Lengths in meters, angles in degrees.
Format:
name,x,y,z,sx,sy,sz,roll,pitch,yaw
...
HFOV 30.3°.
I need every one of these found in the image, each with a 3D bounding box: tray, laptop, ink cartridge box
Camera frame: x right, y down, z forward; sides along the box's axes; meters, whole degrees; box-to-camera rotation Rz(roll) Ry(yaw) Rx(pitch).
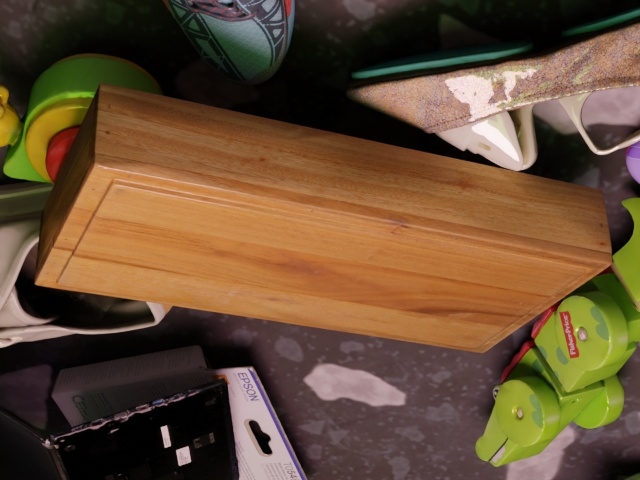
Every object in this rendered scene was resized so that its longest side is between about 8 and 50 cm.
name,x,y,z,sx,sy,sz,roll,pitch,yaw
tray,0.000,0.000,0.940,0.410,0.076,0.203,9,151,-21
laptop,-0.230,0.186,1.179,0.264,0.137,0.234,-17,147,-12
ink cartridge box,-0.139,0.206,1.261,0.223,0.045,0.223,-9,130,14

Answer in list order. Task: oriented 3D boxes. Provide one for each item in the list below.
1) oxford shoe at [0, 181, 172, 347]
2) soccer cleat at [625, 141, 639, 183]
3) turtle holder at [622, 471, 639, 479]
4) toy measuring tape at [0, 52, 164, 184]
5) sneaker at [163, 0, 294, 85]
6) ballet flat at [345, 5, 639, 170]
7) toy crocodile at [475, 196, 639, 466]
name,x,y,z,sx,sy,sz,roll,pitch,yaw
oxford shoe,-0.316,0.041,1.091,0.449,0.130,0.169,-11,132,20
soccer cleat,0.367,-0.031,0.951,0.248,0.095,0.083,17,131,-7
turtle holder,0.405,0.346,1.212,0.320,0.243,0.227,-35,146,-14
toy measuring tape,-0.121,-0.085,0.971,0.330,0.121,0.121,8,132,-10
sneaker,-0.094,-0.208,0.844,0.104,0.125,0.262,-9,129,16
ballet flat,0.175,-0.110,0.890,0.315,0.107,0.106,-11,99,18
toy crocodile,0.236,0.098,1.081,0.115,0.105,0.341,-11,145,-31
